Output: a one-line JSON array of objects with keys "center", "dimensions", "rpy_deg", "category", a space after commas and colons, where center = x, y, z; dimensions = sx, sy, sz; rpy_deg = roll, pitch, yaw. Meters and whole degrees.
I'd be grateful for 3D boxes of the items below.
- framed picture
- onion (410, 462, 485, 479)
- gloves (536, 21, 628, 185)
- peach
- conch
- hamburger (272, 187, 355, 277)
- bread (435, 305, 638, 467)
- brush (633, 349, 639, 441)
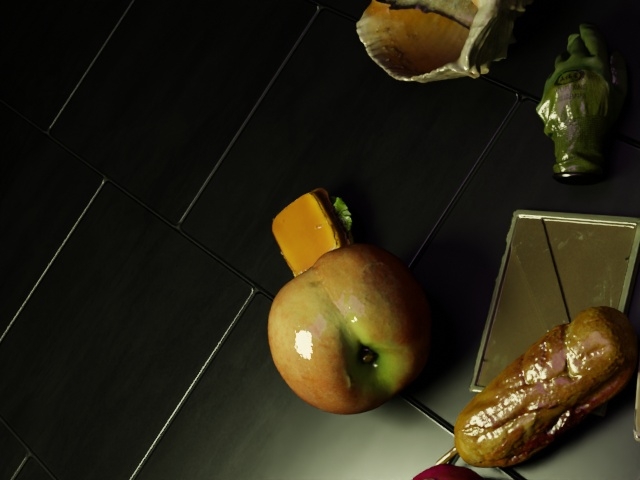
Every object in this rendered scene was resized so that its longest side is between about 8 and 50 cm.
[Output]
[{"center": [0.341, 0.096, 1.650], "dimensions": [0.213, 0.016, 0.289], "rpy_deg": [5, 72, 37], "category": "framed picture"}, {"center": [0.186, 0.414, 1.544], "dimensions": [0.218, 0.140, 0.195], "rpy_deg": [29, 80, 37], "category": "onion"}, {"center": [0.391, -0.210, 1.707], "dimensions": [0.135, 0.107, 0.268], "rpy_deg": [4, 66, 4], "category": "gloves"}, {"center": [0.044, 0.129, 1.709], "dimensions": [0.252, 0.252, 0.252], "rpy_deg": [-15, 61, 29], "category": "peach"}, {"center": [0.227, -0.374, 1.841], "dimensions": [0.352, 0.210, 0.297], "rpy_deg": [-10, 62, 54], "category": "conch"}, {"center": [0.000, 0.000, 1.888], "dimensions": [0.137, 0.087, 0.166], "rpy_deg": [-34, 55, 17], "category": "hamburger"}, {"center": [0.286, 0.216, 1.566], "dimensions": [0.344, 0.084, 0.124], "rpy_deg": [-41, 49, 20], "category": "bread"}, {"center": [0.466, 0.123, 1.535], "dimensions": [0.060, 0.050, 0.321], "rpy_deg": [-8, 57, 35], "category": "brush"}]
